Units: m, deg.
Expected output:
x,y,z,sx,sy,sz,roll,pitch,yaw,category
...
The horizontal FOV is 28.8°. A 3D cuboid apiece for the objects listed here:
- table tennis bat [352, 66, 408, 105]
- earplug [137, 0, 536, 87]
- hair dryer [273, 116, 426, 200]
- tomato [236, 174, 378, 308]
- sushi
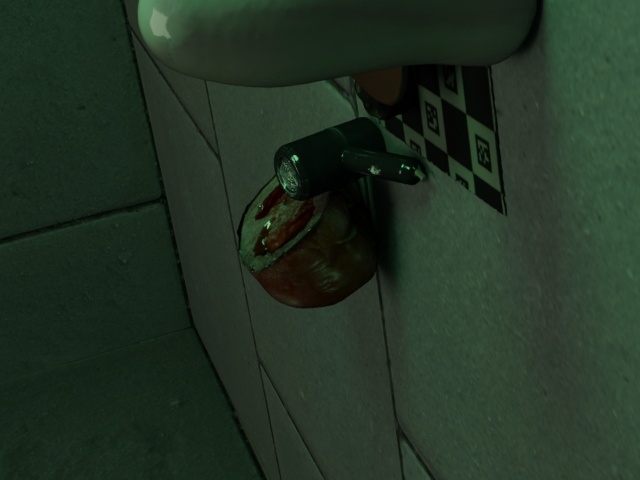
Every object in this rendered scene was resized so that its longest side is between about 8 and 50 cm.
x,y,z,sx,sy,sz,roll,pitch,yaw,category
0.026,-0.229,1.241,0.246,0.022,0.138,52,155,44,table tennis bat
0.000,-0.191,0.970,0.172,0.301,0.172,39,138,47,earplug
0.049,-0.084,1.424,0.219,0.124,0.072,18,127,55,hair dryer
0.000,0.000,1.601,0.155,0.180,0.214,46,-155,-27,tomato
0.067,-0.230,1.245,0.343,0.064,0.359,-131,28,-62,sushi
